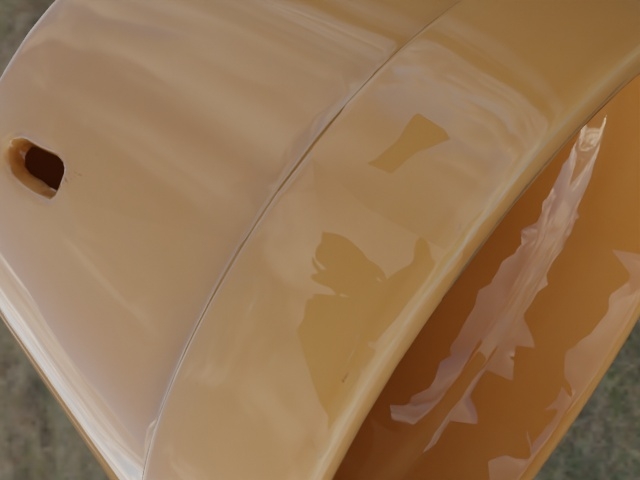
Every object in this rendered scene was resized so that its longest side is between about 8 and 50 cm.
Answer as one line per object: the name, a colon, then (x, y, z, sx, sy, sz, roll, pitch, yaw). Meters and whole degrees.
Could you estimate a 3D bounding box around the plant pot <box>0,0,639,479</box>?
plant pot: (0.000, 0.000, 0.486, 0.203, 0.291, 0.290, 35, 127, 23)
